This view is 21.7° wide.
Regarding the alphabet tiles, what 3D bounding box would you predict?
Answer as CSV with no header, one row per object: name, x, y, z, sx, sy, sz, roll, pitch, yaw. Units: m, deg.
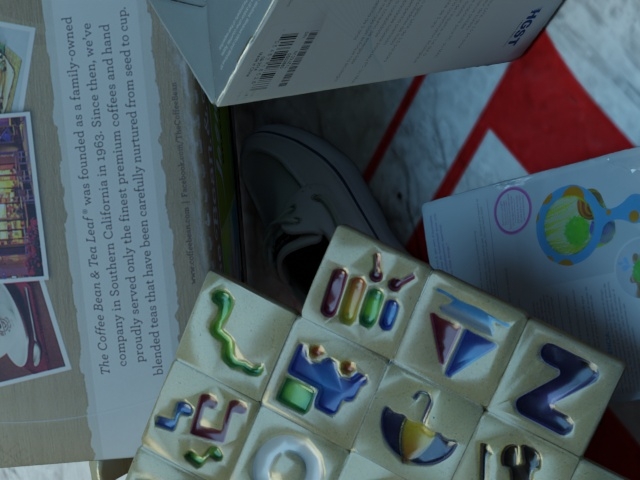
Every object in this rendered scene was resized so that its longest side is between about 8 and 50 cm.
alphabet tiles,0.022,0.178,0.933,0.285,0.011,0.342,26,106,12

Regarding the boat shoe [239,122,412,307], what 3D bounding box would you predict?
boat shoe,0.000,0.000,1.130,0.226,0.076,0.083,46,132,33

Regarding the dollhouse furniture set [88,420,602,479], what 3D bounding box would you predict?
dollhouse furniture set,0.008,0.200,1.114,0.374,0.152,0.201,6,104,51

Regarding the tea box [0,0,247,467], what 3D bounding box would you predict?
tea box,-0.168,-0.053,1.096,0.323,0.220,0.329,-88,-7,-79

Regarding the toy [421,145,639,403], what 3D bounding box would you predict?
toy,0.167,0.024,0.943,0.237,0.056,0.137,-16,76,46

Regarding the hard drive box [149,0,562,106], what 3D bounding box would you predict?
hard drive box,0.048,-0.174,0.897,0.089,0.232,0.181,58,137,23
